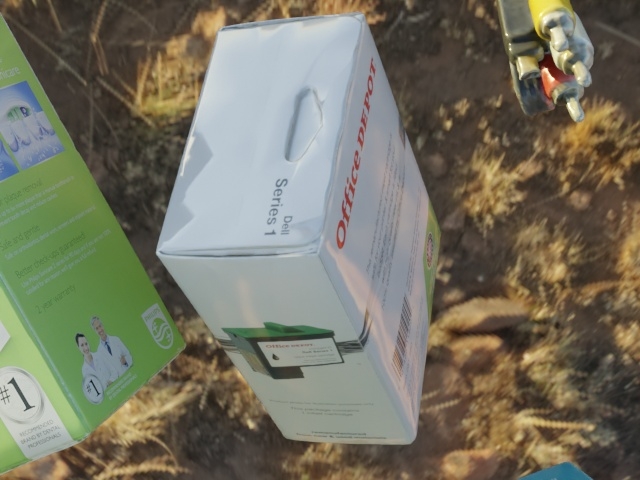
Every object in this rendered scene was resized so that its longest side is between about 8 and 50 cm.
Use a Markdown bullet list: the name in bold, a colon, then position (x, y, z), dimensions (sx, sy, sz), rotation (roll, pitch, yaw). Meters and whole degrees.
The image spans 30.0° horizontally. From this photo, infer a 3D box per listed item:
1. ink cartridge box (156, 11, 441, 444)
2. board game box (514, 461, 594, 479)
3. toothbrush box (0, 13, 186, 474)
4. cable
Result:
- **ink cartridge box**: position (0.000, 0.000, 0.694), dimensions (0.092, 0.219, 0.160), rotation (-2, 55, 19)
- **board game box**: position (0.046, 0.305, 0.575), dimensions (0.253, 0.079, 0.336), rotation (-15, 108, -17)
- **toothbrush box**: position (-0.243, -0.004, 0.674), dimensions (0.206, 0.122, 0.283), rotation (-25, 100, 26)
- **cable**: position (0.190, -0.227, 1.055), dimensions (0.072, 0.139, 0.287), rotation (-10, 56, 11)
